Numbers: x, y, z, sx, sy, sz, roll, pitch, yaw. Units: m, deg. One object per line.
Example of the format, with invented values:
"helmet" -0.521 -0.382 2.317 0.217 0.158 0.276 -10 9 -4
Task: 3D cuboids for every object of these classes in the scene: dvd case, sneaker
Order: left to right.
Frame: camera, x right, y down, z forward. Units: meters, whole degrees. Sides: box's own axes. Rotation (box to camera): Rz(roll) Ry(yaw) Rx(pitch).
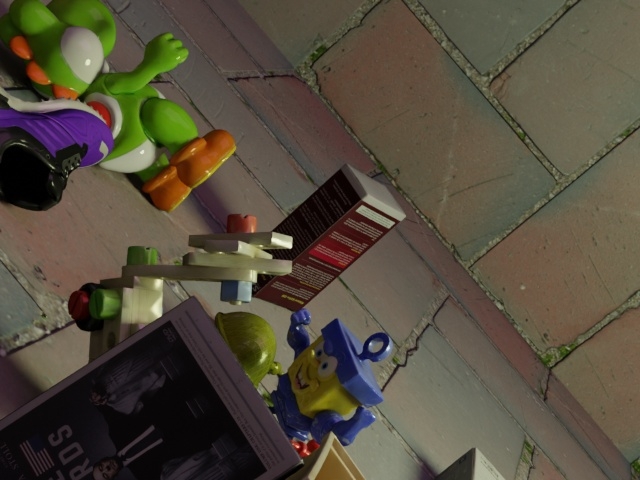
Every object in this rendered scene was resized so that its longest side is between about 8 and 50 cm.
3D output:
"sneaker" -0.339 -0.096 1.531 0.146 0.102 0.293 59 22 19
"dvd case" -0.160 0.183 1.083 0.179 0.238 0.029 54 -8 20

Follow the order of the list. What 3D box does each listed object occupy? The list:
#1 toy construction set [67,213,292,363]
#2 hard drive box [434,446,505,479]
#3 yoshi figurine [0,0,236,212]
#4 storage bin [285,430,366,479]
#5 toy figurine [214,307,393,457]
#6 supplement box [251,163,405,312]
"toy construction set" -0.146 0.123 1.206 0.151 0.215 0.328 26 70 -34
"hard drive box" 0.253 0.438 1.897 0.181 0.089 0.232 48 15 -4
"yoshi figurine" -0.288 -0.227 1.839 0.362 0.203 0.203 44 0 -11
"storage bin" 0.029 0.325 1.123 0.260 0.123 0.262 54 3 3
"toy figurine" 0.011 0.179 1.599 0.191 0.217 0.363 39 18 -33
"supplement box" 0.000 0.000 1.959 0.130 0.239 0.073 26 26 -56
